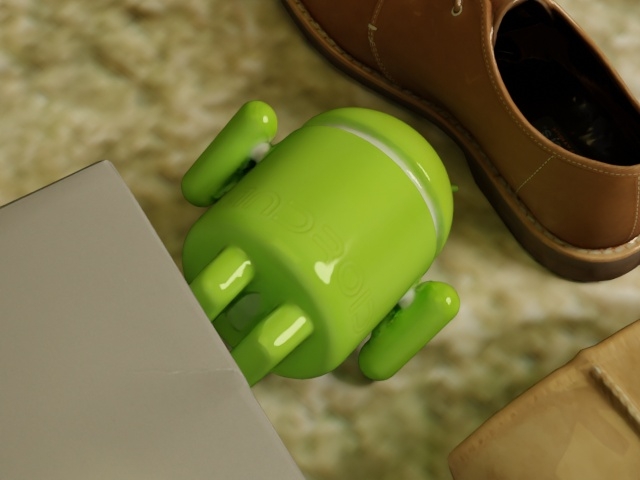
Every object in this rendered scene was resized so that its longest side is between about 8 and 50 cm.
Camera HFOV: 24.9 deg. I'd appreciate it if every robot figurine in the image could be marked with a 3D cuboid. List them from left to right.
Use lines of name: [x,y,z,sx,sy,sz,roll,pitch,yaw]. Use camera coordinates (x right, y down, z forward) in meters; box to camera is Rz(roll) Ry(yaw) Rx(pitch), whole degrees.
robot figurine: [0.000,0.000,0.485,0.101,0.067,0.115,43,55,2]

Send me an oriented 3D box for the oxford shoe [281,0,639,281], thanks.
oxford shoe: [0.053,-0.083,0.536,0.076,0.076,0.212,-37,67,-18]

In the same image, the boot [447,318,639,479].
boot: [0.119,0.164,0.401,0.236,0.089,0.269,-22,65,-29]

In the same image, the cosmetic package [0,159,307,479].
cosmetic package: [-0.043,0.111,0.395,0.107,0.127,0.238,-29,65,-18]
